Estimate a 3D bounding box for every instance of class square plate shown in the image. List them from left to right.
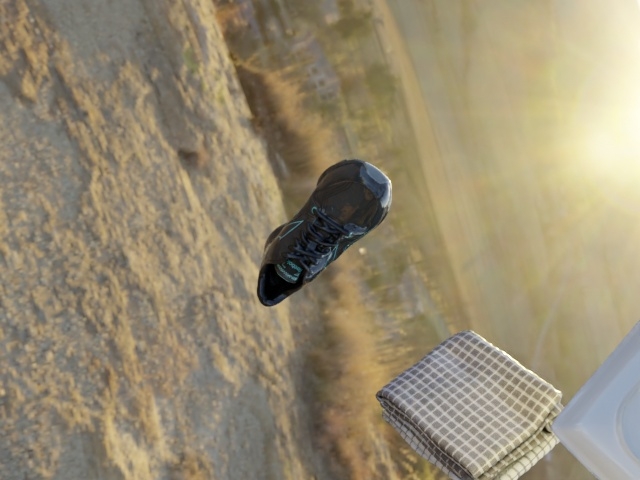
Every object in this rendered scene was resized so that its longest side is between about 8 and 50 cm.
[{"bbox_3d":[0.538,0.248,1.195,0.344,0.347,0.049,46,-14,-4],"label":"square plate"}]

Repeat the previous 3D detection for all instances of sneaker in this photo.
[{"bbox_3d":[0.000,0.000,1.132,0.101,0.267,0.106,35,47,-8],"label":"sneaker"}]

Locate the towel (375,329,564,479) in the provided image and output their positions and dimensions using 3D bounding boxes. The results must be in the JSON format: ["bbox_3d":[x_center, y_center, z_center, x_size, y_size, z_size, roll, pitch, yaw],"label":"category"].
[{"bbox_3d":[0.272,0.302,1.588,0.284,0.235,0.121,34,-32,44],"label":"towel"}]
